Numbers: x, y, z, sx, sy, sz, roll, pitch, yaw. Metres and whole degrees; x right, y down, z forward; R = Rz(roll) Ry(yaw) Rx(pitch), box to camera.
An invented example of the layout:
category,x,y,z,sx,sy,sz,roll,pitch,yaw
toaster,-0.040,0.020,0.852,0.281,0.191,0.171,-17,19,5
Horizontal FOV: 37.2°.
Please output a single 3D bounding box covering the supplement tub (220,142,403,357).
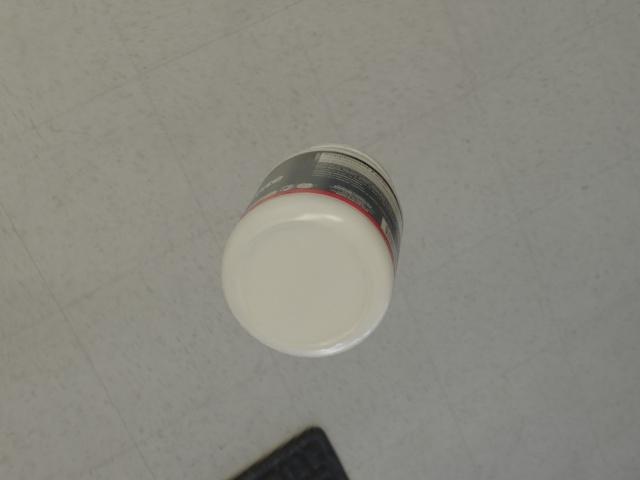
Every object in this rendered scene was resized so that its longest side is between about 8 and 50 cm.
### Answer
category,x,y,z,sx,sy,sz,roll,pitch,yaw
supplement tub,0.000,0.000,1.128,0.191,0.272,0.191,3,111,7
